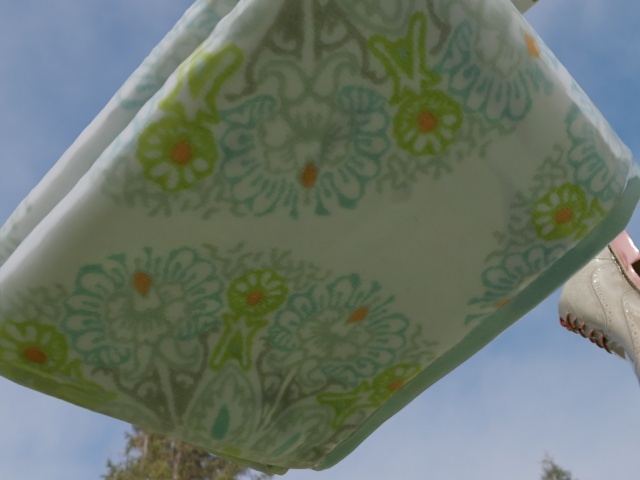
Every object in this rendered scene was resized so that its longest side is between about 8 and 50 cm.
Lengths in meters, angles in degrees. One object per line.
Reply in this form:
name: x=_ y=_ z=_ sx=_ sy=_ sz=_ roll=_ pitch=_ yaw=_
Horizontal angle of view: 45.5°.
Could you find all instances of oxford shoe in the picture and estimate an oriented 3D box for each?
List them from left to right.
oxford shoe: x=0.391 y=0.116 z=1.014 sx=0.130 sy=0.348 sz=0.123 roll=-17 pitch=-59 yaw=14

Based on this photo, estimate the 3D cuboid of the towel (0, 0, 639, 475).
towel: x=0.000 y=0.000 z=0.507 sx=0.374 sy=0.090 sz=0.320 roll=-45 pitch=-51 yaw=15

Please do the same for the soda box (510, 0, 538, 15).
soda box: x=0.190 y=-0.356 z=0.935 sx=0.074 sy=0.069 sz=0.216 roll=-41 pitch=-43 yaw=23
